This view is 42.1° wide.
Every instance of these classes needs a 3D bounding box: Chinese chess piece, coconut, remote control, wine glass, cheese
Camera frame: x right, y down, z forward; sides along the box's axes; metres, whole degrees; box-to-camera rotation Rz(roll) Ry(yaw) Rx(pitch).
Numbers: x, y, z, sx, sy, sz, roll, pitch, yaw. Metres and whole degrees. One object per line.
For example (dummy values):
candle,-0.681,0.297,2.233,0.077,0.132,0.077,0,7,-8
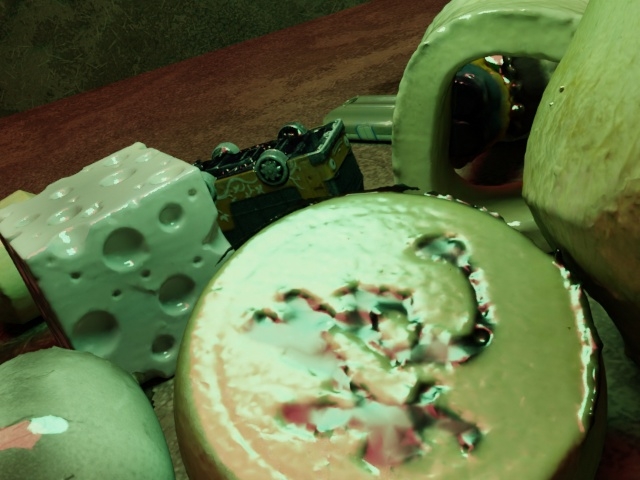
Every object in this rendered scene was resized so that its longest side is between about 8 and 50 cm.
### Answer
Chinese chess piece,0.053,0.115,0.681,0.349,0.146,0.349,-3,48,3
coconut,0.359,-0.052,0.693,0.404,0.405,0.405,-17,25,8
remote control,0.147,-0.238,1.571,0.128,0.066,0.335,-35,29,-33
wine glass,-0.228,0.248,0.688,0.238,0.238,0.323,-20,35,2
cheese,0.240,-0.135,1.018,0.292,0.332,0.153,14,34,9
coconut,-0.481,0.021,1.378,0.222,0.202,0.202,-33,27,-20

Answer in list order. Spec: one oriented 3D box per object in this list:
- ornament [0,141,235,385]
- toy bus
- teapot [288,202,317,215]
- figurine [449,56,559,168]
ornament,-0.264,0.037,1.122,0.239,0.239,0.239,-31,27,-20
toy bus,-0.076,-0.075,1.298,0.275,0.167,0.138,-14,25,25
teapot,0.000,0.000,0.964,0.087,0.096,0.177,-24,18,-17
figurine,0.270,-0.215,1.257,0.204,0.185,0.332,1,21,14
